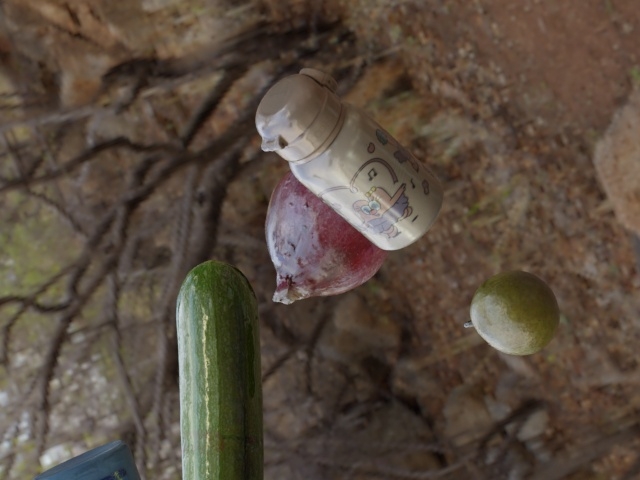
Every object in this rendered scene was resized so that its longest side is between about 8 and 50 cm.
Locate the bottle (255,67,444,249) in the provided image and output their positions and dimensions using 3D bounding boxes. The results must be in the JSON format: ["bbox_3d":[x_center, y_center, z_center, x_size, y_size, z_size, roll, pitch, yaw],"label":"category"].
[{"bbox_3d":[0.028,-0.088,1.258,0.097,0.110,0.209,-3,145,49],"label":"bottle"}]

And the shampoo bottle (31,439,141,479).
[{"bbox_3d":[-0.189,0.331,1.215,0.061,0.104,0.258,-10,102,63],"label":"shampoo bottle"}]

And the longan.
[{"bbox_3d":[0.149,0.060,0.999,0.075,0.083,0.075,30,-128,-48],"label":"longan"}]

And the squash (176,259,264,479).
[{"bbox_3d":[-0.075,0.126,0.931,0.066,0.066,0.229,78,-170,-73],"label":"squash"}]

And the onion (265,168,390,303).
[{"bbox_3d":[0.000,0.000,1.445,0.159,0.195,0.159,22,152,13],"label":"onion"}]
